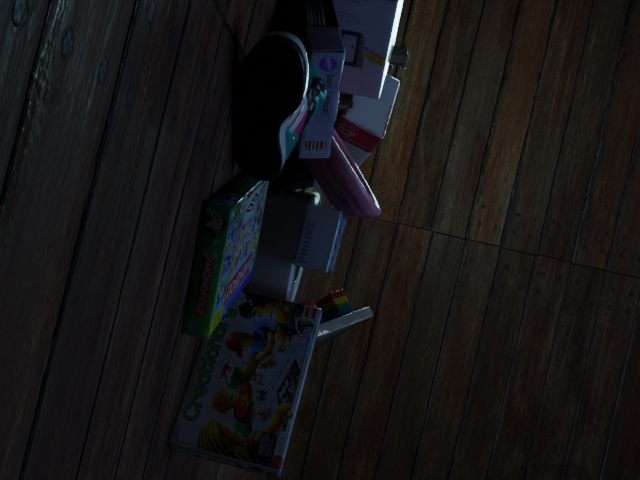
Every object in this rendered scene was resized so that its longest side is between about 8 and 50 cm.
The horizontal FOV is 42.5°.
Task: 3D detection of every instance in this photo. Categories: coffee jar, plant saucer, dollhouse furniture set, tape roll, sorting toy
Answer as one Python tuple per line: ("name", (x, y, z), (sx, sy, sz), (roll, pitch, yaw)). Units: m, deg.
("coffee jar", (-0.047, -0.080, 2.327), (0.184, 0.079, 0.096), (-69, 171, -68))
("plant saucer", (0.020, -0.182, 1.849), (0.332, 0.084, 0.332), (58, 7, -12))
("dollhouse furniture set", (0.111, -0.405, 2.001), (0.129, 0.183, 0.129), (99, -8, -46))
("tape roll", (-0.091, 0.023, 1.898), (0.286, 0.100, 0.286), (13, 90, -87))
("sorting toy", (-0.058, 0.206, 1.860), (0.257, 0.090, 0.255), (-14, 164, -47))

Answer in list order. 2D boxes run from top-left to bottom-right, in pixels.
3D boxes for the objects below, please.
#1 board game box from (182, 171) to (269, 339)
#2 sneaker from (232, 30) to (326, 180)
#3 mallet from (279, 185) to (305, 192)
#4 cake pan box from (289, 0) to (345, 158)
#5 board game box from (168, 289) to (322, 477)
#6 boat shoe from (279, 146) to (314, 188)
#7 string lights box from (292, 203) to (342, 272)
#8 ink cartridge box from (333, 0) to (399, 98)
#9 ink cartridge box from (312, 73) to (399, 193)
("board game box", (-0.151, 0.007, 1.375), (0.317, 0.046, 0.214), (-64, 166, -73))
("sneaker", (-0.054, -0.247, 1.296), (0.296, 0.123, 0.179), (110, 1, -54))
("mallet", (-0.080, -0.078, 2.052), (0.062, 0.039, 0.190), (-29, 151, -32))
("cake pan box", (-0.014, -0.327, 1.521), (0.267, 0.070, 0.246), (100, -17, -51))
("board game box", (-0.124, 0.238, 1.435), (0.053, 0.192, 0.306), (98, 6, -59))
("boat shoe", (-0.058, -0.178, 1.963), (0.226, 0.083, 0.076), (-104, -167, -73))
("string lights box", (0.000, 0.000, 1.805), (0.259, 0.076, 0.134), (28, 76, -86))
("ink cartridge box", (0.068, -0.481, 1.766), (0.270, 0.197, 0.198), (98, 7, -55))
("ink cartridge box", (0.067, -0.293, 2.197), (0.306, 0.131, 0.226), (-45, -157, 51))
